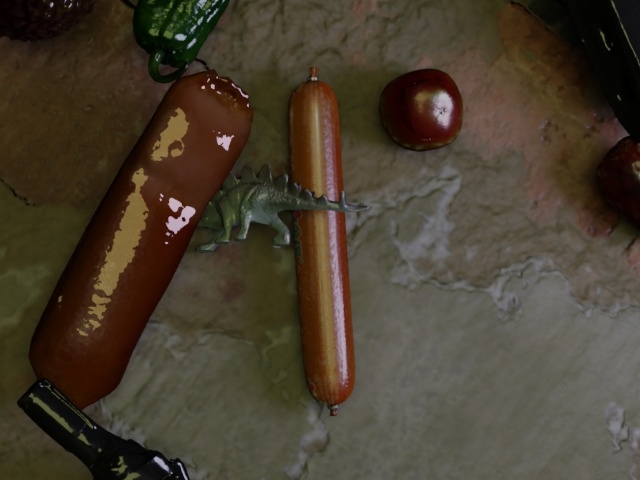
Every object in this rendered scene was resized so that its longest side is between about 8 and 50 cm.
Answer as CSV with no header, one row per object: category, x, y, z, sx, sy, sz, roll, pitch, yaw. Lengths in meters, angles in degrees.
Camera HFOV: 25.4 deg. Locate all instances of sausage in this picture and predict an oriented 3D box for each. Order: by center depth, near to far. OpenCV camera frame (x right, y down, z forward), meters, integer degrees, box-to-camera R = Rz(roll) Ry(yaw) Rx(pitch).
sausage,-0.175,-0.004,1.359,0.097,0.094,0.348,28,88,-25
sausage,0.000,0.000,1.407,0.053,0.053,0.347,-3,86,-7

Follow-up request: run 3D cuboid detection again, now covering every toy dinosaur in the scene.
toy dinosaur,-0.055,-0.034,1.382,0.209,0.039,0.082,-3,79,20

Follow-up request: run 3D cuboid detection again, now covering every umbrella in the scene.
umbrella,-0.148,0.254,1.330,0.340,0.118,0.118,44,82,-10

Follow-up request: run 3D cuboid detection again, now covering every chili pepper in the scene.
chili pepper,-0.110,-0.265,1.403,0.100,0.074,0.257,28,77,14

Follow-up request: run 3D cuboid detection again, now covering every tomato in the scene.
tomato,0.103,-0.130,1.419,0.087,0.075,0.087,0,88,-10

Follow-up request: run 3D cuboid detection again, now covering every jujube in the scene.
jujube,0.337,-0.047,1.441,0.129,0.077,0.077,44,82,-13

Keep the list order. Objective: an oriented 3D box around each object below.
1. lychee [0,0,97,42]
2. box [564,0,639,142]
lychee,-0.284,-0.291,1.345,0.188,0.188,0.188,0,86,-6
box,0.377,-0.271,1.429,0.289,0.073,0.290,-24,94,-23
